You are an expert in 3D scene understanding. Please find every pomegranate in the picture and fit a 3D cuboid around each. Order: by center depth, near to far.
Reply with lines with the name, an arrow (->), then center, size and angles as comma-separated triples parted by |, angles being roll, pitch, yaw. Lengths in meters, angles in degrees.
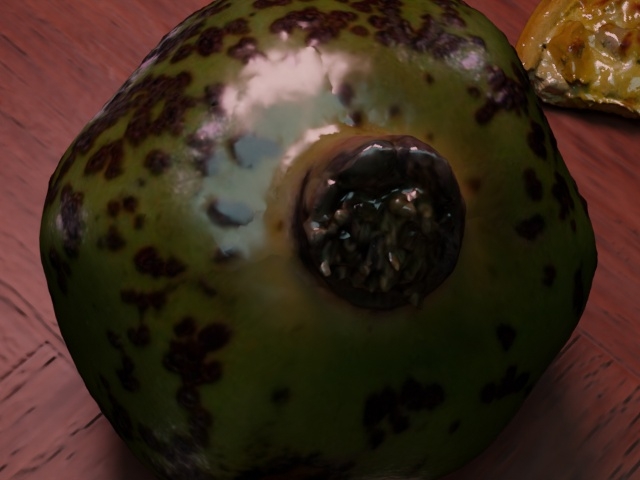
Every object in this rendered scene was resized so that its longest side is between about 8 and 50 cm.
pomegranate -> 0.000, 0.000, 0.617 | 0.254, 0.270, 0.254 | 0, 89, -8

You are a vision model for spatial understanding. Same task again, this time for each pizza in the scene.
pizza -> 0.183, -0.128, 0.818 | 0.160, 0.036, 0.099 | -39, 68, -21
